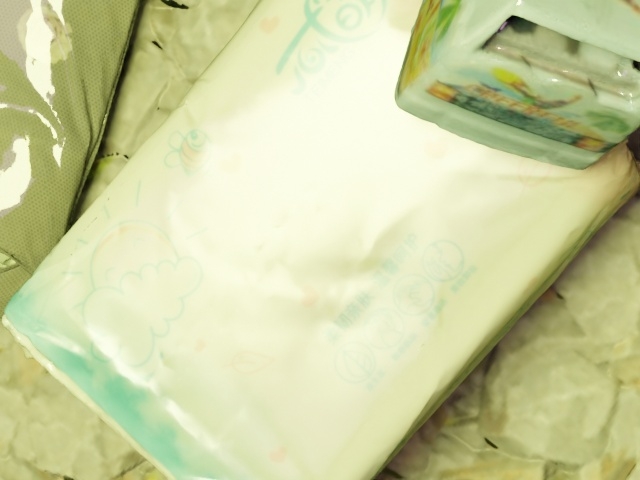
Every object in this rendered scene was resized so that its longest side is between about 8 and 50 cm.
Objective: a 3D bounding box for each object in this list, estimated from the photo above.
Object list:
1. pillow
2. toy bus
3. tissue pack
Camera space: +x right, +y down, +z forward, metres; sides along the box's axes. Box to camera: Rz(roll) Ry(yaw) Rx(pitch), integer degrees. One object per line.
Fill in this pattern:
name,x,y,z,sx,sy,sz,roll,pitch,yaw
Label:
pillow,-0.181,-0.085,0.984,0.169,0.059,0.255,16,96,16
toy bus,0.126,-0.205,0.808,0.109,0.136,0.329,17,72,-9
tissue pack,0.002,0.002,0.904,0.201,0.124,0.271,41,97,4
